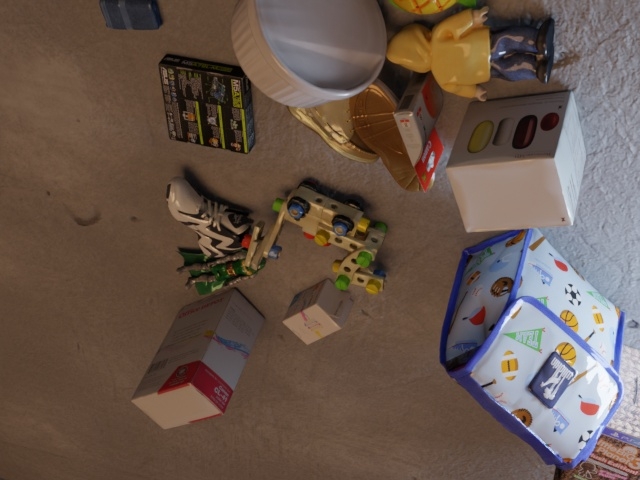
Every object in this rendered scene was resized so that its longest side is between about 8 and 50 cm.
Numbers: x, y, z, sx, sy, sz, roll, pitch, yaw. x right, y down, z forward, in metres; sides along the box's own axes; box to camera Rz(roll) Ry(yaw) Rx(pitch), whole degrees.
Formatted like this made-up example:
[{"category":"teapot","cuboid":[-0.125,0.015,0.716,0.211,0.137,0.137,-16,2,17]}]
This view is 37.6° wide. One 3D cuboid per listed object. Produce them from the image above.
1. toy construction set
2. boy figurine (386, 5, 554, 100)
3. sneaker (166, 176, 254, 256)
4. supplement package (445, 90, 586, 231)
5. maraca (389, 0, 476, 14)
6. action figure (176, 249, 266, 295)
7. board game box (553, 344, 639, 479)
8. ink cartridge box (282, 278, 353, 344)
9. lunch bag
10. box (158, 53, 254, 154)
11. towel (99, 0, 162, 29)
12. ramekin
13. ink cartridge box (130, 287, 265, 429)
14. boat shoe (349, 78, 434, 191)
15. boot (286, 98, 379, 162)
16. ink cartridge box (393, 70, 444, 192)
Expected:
[{"category":"toy construction set","cuboid":[0.000,0.000,2.009,0.328,0.151,0.215,12,137,-2]},{"category":"boy figurine","cuboid":[0.253,-0.318,1.615,0.285,0.092,0.177,4,133,22]},{"category":"sneaker","cuboid":[-0.228,-0.057,2.085,0.153,0.094,0.235,-7,128,28]},{"category":"supplement package","cuboid":[0.349,-0.140,1.659,0.194,0.203,0.149,-4,130,27]},{"category":"maraca","cuboid":[0.194,-0.427,1.537,0.186,0.099,0.127,-3,139,-8]},{"category":"action figure","cuboid":[-0.230,0.068,2.234,0.232,0.063,0.137,-11,123,28]},{"category":"board game box","cuboid":[0.628,0.407,2.035,0.141,0.232,0.291,19,136,7]},{"category":"ink cartridge box","cuboid":[0.000,0.163,2.192,0.090,0.092,0.143,44,133,-17]},{"category":"lunch bag","cuboid":[0.415,0.206,1.830,0.328,0.385,0.239,42,135,-15]},{"category":"box","cuboid":[-0.229,-0.275,1.913,0.184,0.045,0.190,10,134,13]},{"category":"towel","cuboid":[-0.368,-0.442,1.826,0.119,0.029,0.067,7,134,20]},{"category":"ramekin","cuboid":[-0.029,-0.350,1.597,0.273,0.273,0.127,42,146,-17]},{"category":"ink cartridge box","cuboid":[-0.293,0.289,2.292,0.226,0.306,0.131,-22,120,38]},{"category":"boat shoe","cuboid":[0.138,-0.211,1.755,0.098,0.096,0.277,-5,139,29]},{"category":"boot","cuboid":[0.059,-0.252,1.781,0.213,0.077,0.165,35,133,-10]},{"category":"ink cartridge box","cuboid":[0.196,-0.200,1.713,0.045,0.145,0.179,-6,129,31]}]
